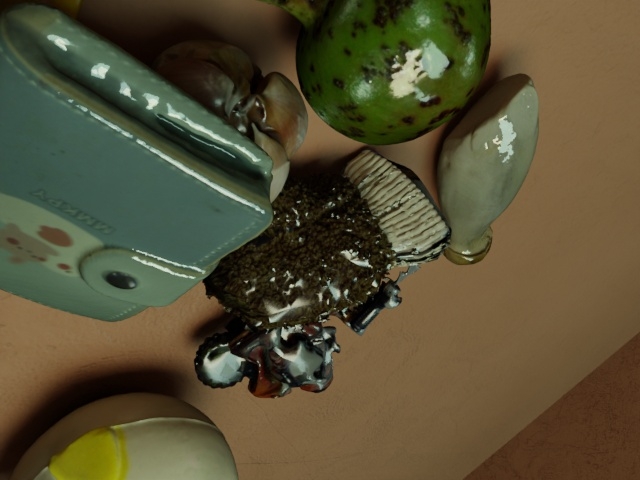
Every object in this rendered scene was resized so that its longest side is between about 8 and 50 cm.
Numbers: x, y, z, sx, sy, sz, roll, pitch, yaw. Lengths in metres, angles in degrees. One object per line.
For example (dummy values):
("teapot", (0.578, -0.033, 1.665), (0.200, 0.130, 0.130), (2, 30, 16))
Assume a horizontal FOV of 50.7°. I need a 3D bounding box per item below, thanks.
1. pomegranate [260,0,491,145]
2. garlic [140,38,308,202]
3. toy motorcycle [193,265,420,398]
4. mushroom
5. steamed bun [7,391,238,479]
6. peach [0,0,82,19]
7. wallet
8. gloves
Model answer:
("pomegranate", (0.047, -0.206, 0.653), (0.263, 0.211, 0.211), (22, 121, -21))
("garlic", (-0.121, -0.116, 0.658), (0.191, 0.214, 0.160), (-56, -177, 44))
("toy motorcycle", (0.008, 0.107, 1.005), (0.401, 0.134, 0.207), (-45, 117, 8))
("mushroom", (0.235, -0.093, 0.990), (0.128, 0.128, 0.350), (-22, 146, -16))
("steamed bun", (-0.297, 0.399, 1.000), (0.333, 0.334, 0.374), (18, 115, -48))
("peach", (-0.259, -0.199, 0.494), (0.179, 0.103, 0.179), (-28, 149, -19))
("wallet", (-0.214, -0.022, 0.601), (0.252, 0.083, 0.360), (31, 141, -24))
("gloves", (-0.003, -0.002, 0.857), (0.312, 0.210, 0.135), (-32, -176, -15))
